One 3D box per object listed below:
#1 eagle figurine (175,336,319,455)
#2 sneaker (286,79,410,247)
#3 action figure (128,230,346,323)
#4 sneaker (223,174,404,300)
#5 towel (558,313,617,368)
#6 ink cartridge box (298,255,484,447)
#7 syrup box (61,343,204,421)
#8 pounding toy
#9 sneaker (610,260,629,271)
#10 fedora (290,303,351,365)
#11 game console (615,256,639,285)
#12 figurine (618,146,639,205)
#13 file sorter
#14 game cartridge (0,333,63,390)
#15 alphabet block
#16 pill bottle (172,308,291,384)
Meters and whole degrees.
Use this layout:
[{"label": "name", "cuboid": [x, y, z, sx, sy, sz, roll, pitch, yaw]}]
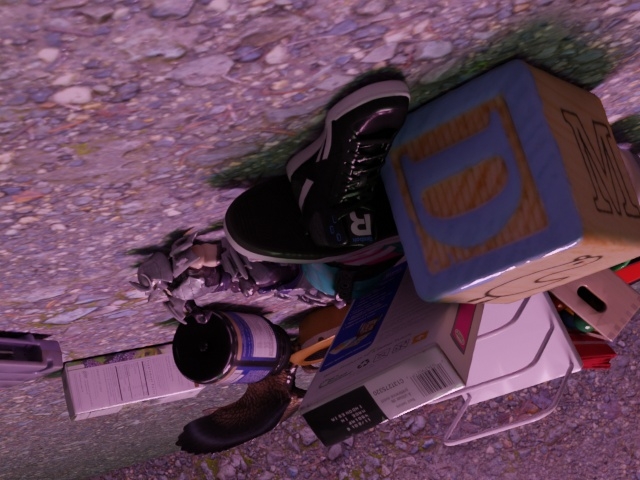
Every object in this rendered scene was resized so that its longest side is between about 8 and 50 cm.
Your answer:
[{"label": "eagle figurine", "cuboid": [-0.131, 0.329, 2.010, 0.226, 0.225, 0.298, 31, 97, -33]}, {"label": "sneaker", "cuboid": [0.041, -0.060, 0.962, 0.079, 0.121, 0.217, -9, 164, -26]}, {"label": "action figure", "cuboid": [-0.112, 0.049, 1.261, 0.285, 0.099, 0.185, 0, 168, -34]}, {"label": "sneaker", "cuboid": [0.000, 0.000, 1.159, 0.296, 0.123, 0.178, -7, 154, -31]}, {"label": "towel", "cuboid": [0.349, 0.099, 1.569, 0.031, 0.275, 0.199, -49, 151, 21]}, {"label": "ink cartridge box", "cuboid": [0.104, 0.087, 1.145, 0.176, 0.069, 0.371, -30, -166, 25]}, {"label": "syrup box", "cuboid": [-0.338, 0.253, 1.768, 0.237, 0.096, 0.093, -10, 166, -22]}, {"label": "pounding toy", "cuboid": [0.366, 0.063, 1.511, 0.094, 0.181, 0.206, -51, -176, -3]}, {"label": "sneaker", "cuboid": [0.441, -0.002, 1.557, 0.109, 0.123, 0.295, -22, 164, 23]}, {"label": "fedora", "cuboid": [0.020, 0.171, 1.859, 0.194, 0.079, 0.194, -19, 163, -6]}, {"label": "game console", "cuboid": [0.581, 0.020, 1.750, 0.386, 0.060, 0.342, -23, 172, -44]}, {"label": "figurine", "cuboid": [0.460, -0.103, 1.258, 0.215, 0.092, 0.209, -34, 162, 30]}, {"label": "file sorter", "cuboid": [0.210, 0.118, 1.384, 0.193, 0.277, 0.173, -25, -174, 30]}, {"label": "game cartridge", "cuboid": [-0.563, 0.181, 1.366, 0.230, 0.068, 0.355, -16, 165, 20]}, {"label": "alphabet block", "cuboid": [0.200, -0.050, 1.018, 0.192, 0.193, 0.197, -24, 163, 34]}, {"label": "pill bottle", "cuboid": [-0.141, 0.182, 1.654, 0.123, 0.122, 0.219, -22, 163, 23]}]
